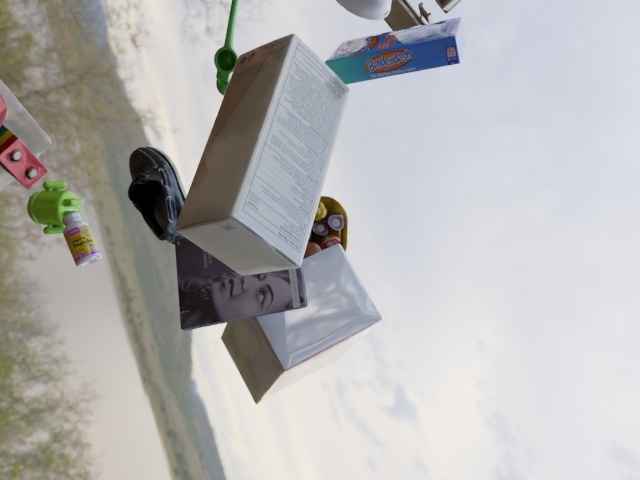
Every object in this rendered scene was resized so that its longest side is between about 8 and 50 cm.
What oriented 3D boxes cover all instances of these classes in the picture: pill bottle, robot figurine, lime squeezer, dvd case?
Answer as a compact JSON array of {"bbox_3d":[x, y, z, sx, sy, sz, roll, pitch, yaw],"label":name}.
[{"bbox_3d":[-0.389,-0.002,1.326,0.083,0.043,0.043,65,-16,8],"label":"pill bottle"},{"bbox_3d":[-0.509,-0.062,1.567,0.067,0.115,0.101,-16,107,-67],"label":"robot figurine"},{"bbox_3d":[-0.185,-0.382,1.781,0.059,0.110,0.310,34,-29,24],"label":"lime squeezer"},{"bbox_3d":[-0.138,0.054,1.388,0.018,0.221,0.164,52,29,-68],"label":"dvd case"}]

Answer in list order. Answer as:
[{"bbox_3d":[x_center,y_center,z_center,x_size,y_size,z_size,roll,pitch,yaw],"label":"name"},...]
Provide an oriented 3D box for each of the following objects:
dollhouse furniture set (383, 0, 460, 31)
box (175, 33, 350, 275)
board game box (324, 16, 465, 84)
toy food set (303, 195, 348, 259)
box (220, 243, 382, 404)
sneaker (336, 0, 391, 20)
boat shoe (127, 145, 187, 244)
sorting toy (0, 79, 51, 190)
[{"bbox_3d":[0.191,-0.521,1.704,0.182,0.161,0.101,54,26,8],"label":"dollhouse furniture set"},{"bbox_3d":[-0.074,-0.120,1.165,0.121,0.148,0.311,-10,-128,41],"label":"box"},{"bbox_3d":[0.126,-0.309,1.341,0.160,0.210,0.047,-65,144,-62],"label":"board game box"},{"bbox_3d":[0.000,0.000,1.979,0.071,0.128,0.218,-8,98,-83],"label":"toy food set"},{"bbox_3d":[-0.051,0.174,1.615,0.168,0.215,0.345,60,-21,12],"label":"box"},{"bbox_3d":[0.019,-0.509,1.444,0.292,0.108,0.169,48,-15,13],"label":"sneaker"},{"bbox_3d":[-0.402,-0.110,1.961,0.127,0.113,0.340,-51,-125,32],"label":"boat shoe"},{"bbox_3d":[-0.544,-0.125,1.215,0.089,0.257,0.255,36,-16,30],"label":"sorting toy"}]
